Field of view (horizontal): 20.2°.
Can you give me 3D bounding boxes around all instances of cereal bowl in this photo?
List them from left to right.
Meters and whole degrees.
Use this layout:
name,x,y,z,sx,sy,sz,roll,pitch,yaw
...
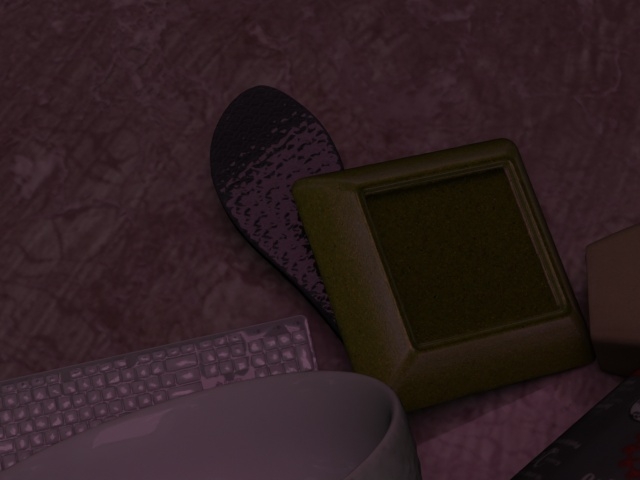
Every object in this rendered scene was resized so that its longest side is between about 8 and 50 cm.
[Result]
name,x,y,z,sx,sy,sz,roll,pitch,yaw
cereal bowl,-0.086,0.211,1.135,0.339,0.339,0.141,-21,103,-7

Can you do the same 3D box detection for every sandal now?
name,x,y,z,sx,sy,sz,roll,pitch,yaw
sandal,0.000,0.001,1.346,0.097,0.054,0.254,-32,79,-3

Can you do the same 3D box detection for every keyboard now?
name,x,y,z,sx,sy,sz,roll,pitch,yaw
keyboard,-0.128,0.115,1.316,0.256,0.014,0.072,-12,67,-3

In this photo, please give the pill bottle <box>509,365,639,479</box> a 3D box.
name,x,y,z,sx,sy,sz,roll,pitch,yaw
pill bottle,0.163,0.254,1.138,0.363,0.210,0.210,-39,71,-13

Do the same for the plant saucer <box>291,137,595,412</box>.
name,x,y,z,sx,sy,sz,roll,pitch,yaw
plant saucer,0.096,0.015,1.296,0.188,0.045,0.188,-12,72,-21

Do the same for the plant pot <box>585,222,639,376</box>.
name,x,y,z,sx,sy,sz,roll,pitch,yaw
plant pot,0.242,0.045,1.287,0.096,0.109,0.109,-5,66,12
